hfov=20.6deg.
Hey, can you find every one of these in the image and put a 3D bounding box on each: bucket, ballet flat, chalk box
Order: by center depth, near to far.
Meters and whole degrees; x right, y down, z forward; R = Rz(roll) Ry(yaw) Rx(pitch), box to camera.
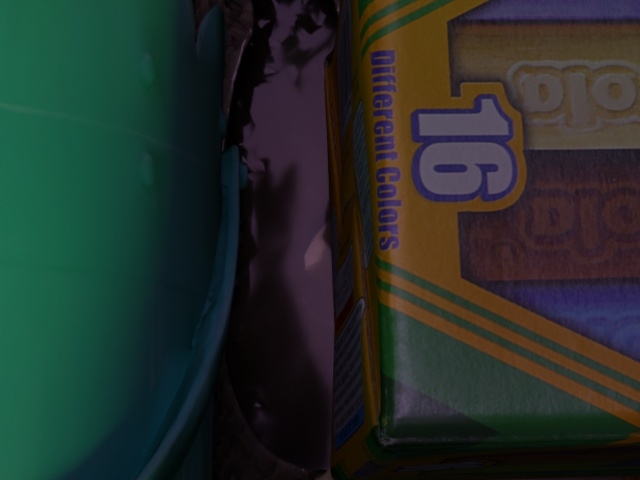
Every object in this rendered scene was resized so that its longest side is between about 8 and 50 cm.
[{"bbox_3d":[-0.152,0.038,0.435,0.281,0.281,0.183,-6,80,3],"label":"bucket"},{"bbox_3d":[0.111,-0.007,0.449,0.213,0.132,0.132,0,77,-3],"label":"chalk box"},{"bbox_3d":[0.000,0.000,0.532,0.084,0.058,0.249,-6,77,3],"label":"ballet flat"}]

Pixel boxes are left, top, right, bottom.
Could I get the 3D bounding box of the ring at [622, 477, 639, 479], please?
[{"bbox_3d":[0.249,0.016,0.525,0.337,0.032,0.336,-1,78,3],"label":"ring"}]
